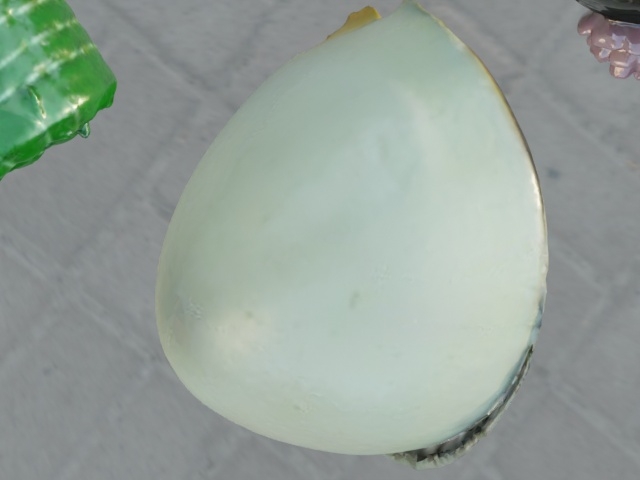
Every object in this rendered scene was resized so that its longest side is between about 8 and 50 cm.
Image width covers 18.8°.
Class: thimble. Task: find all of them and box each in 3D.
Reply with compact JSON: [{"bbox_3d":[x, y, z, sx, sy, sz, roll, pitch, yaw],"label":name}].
[{"bbox_3d":[-0.157,-0.064,0.843,0.130,0.118,0.090,-36,97,-36],"label":"thimble"}]

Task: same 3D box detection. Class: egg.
[{"bbox_3d":[0.002,0.004,1.176,0.174,0.264,0.286,-4,135,-36],"label":"egg"}]

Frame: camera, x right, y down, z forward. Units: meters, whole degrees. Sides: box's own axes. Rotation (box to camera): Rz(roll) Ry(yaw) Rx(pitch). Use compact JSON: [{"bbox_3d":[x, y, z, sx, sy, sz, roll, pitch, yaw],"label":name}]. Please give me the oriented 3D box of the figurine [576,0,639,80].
[{"bbox_3d":[0.059,-0.104,0.480,0.129,0.054,0.072,52,124,12],"label":"figurine"}]
